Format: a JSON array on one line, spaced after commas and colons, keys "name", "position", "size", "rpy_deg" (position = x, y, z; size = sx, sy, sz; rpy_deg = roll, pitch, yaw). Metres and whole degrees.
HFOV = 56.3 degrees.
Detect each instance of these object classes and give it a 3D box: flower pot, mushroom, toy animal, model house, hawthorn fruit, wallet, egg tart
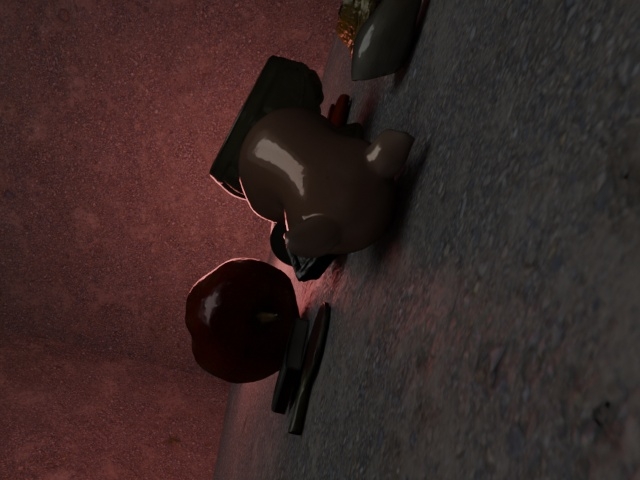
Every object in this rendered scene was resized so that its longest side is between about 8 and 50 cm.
[{"name": "flower pot", "position": [-0.062, -0.204, 1.241], "size": [0.307, 0.244, 0.307], "rpy_deg": [-57, 14, 22]}, {"name": "mushroom", "position": [0.113, -0.356, 0.958], "size": [0.116, 0.093, 0.225], "rpy_deg": [-48, -24, -57]}, {"name": "toy animal", "position": [-0.003, -0.069, 0.826], "size": [0.195, 0.256, 0.213], "rpy_deg": [-50, -36, -6]}, {"name": "model house", "position": [0.003, -0.001, 1.097], "size": [0.165, 0.106, 0.152], "rpy_deg": [-4, -80, -60]}, {"name": "hawthorn fruit", "position": [-0.158, 0.175, 1.339], "size": [0.330, 0.287, 0.287], "rpy_deg": [-17, 57, 63]}, {"name": "wallet", "position": [0.028, -0.268, 1.579], "size": [0.142, 0.045, 0.205], "rpy_deg": [125, 159, -69]}, {"name": "egg tart", "position": [0.101, -0.595, 1.548], "size": [0.252, 0.098, 0.232], "rpy_deg": [-94, 24, -79]}]

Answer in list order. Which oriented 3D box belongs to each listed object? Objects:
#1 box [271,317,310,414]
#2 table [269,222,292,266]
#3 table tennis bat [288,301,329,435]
[{"name": "box", "position": [-0.060, 0.247, 1.169], "size": [0.178, 0.035, 0.115], "rpy_deg": [107, 177, -45]}, {"name": "table", "position": [-0.052, -0.039, 1.391], "size": [0.220, 0.126, 0.126], "rpy_deg": [-92, 19, -68]}, {"name": "table tennis bat", "position": [-0.019, 0.219, 1.047], "size": [0.131, 0.022, 0.235], "rpy_deg": [119, 165, -64]}]
